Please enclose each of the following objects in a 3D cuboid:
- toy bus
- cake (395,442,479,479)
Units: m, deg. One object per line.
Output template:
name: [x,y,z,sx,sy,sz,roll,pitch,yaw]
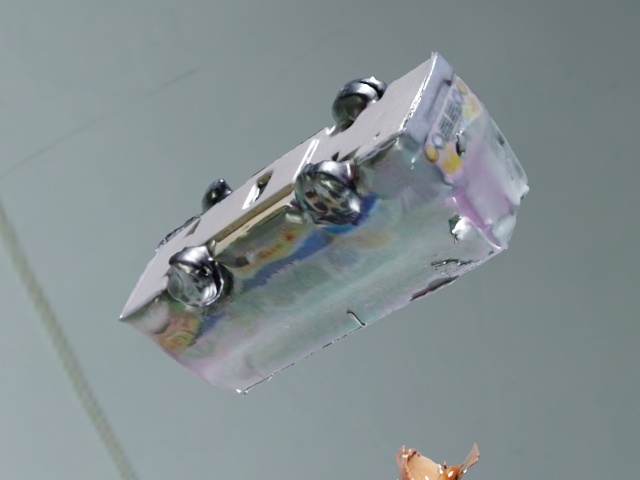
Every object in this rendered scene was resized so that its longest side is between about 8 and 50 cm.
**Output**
toy bus: [0.000,0.000,1.135,0.138,0.317,0.112,42,46,-18]
cake: [0.071,0.306,1.378,0.098,0.135,0.287,8,121,-9]
